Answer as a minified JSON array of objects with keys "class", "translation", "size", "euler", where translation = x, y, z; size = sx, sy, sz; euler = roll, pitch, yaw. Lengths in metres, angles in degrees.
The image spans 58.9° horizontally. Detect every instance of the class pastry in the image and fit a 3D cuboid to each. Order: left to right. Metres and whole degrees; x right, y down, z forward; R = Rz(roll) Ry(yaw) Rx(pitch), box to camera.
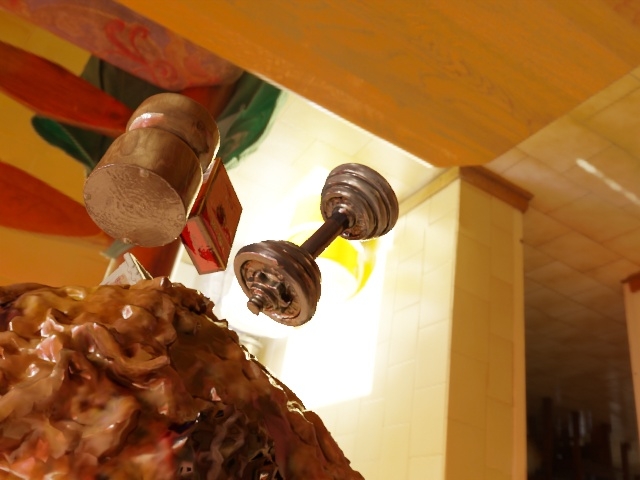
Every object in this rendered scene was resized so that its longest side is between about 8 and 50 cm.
[{"class":"pastry","translation":[-0.140,0.217,0.429],"size":[0.337,0.405,0.292],"euler":[5,148,-34]}]

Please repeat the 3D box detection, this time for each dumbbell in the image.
[{"class":"dumbbell","translation":[0.000,0.000,1.069],"size":[0.179,0.406,0.179],"euler":[25,139,24]}]

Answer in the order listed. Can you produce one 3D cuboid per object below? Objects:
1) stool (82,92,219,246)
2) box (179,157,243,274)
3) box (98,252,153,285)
[{"class":"stool","translation":[-0.304,-0.136,1.055],"size":[0.179,0.264,0.179],"euler":[3,130,4]},{"class":"box","translation":[-0.243,-0.058,1.257],"size":[0.074,0.240,0.153],"euler":[-8,126,10]},{"class":"box","translation":[-0.478,0.186,1.425],"size":[0.312,0.182,0.175],"euler":[33,159,56]}]
